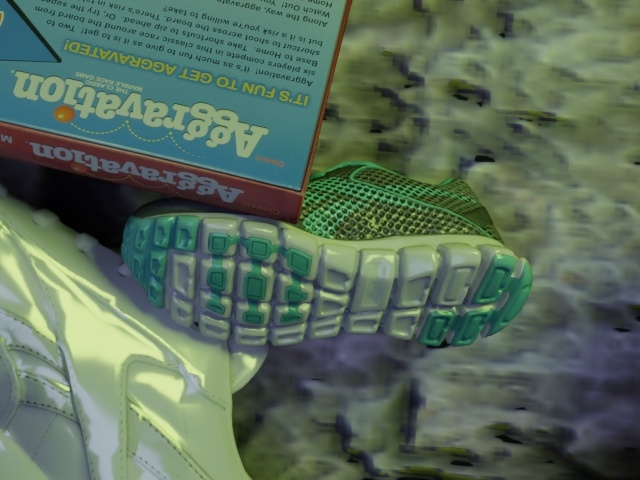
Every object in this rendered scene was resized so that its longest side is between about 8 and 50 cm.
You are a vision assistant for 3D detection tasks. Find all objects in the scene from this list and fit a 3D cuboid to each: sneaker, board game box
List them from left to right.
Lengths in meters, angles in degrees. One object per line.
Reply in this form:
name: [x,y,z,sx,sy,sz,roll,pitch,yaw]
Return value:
board game box: [-0.130,-0.102,0.654,0.281,0.027,0.145,14,57,0]
sneaker: [-0.116,0.036,0.698,0.152,0.114,0.305,-33,95,-17]
sneaker: [0.000,0.000,0.679,0.166,0.076,0.065,7,129,-16]
